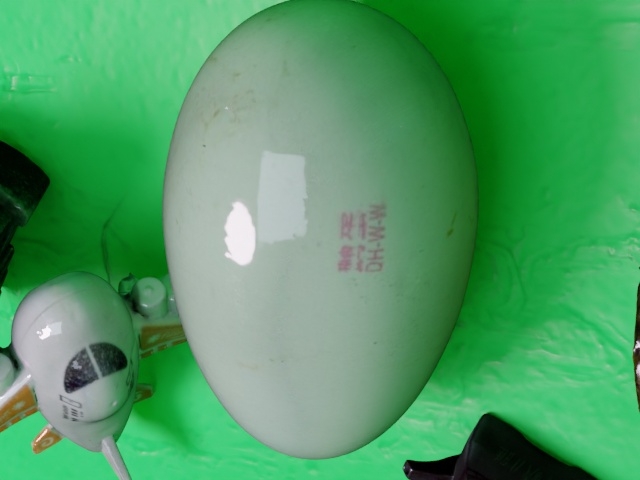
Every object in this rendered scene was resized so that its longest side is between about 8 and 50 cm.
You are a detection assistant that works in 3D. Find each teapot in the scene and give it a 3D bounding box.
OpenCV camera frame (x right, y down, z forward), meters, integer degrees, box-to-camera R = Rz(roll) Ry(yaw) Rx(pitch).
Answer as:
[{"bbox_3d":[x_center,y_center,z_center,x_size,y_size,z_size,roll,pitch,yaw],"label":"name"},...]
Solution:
[{"bbox_3d":[0.146,0.215,1.382,0.177,0.096,0.087,32,124,15],"label":"teapot"}]

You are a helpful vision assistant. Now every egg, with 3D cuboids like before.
[{"bbox_3d":[0.000,0.000,1.293,0.230,0.230,0.371,17,126,25],"label":"egg"}]

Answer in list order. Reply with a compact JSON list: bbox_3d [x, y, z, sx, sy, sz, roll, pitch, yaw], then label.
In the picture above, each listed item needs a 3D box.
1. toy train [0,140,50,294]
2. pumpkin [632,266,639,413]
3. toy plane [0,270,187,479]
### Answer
[{"bbox_3d":[-0.336,0.030,1.467,0.138,0.330,0.178,28,114,-7],"label":"toy train"},{"bbox_3d":[0.283,0.039,1.199,0.131,0.126,0.248,-1,110,30],"label":"pumpkin"},{"bbox_3d":[-0.196,0.115,1.480,0.117,0.244,0.245,57,131,27],"label":"toy plane"}]
